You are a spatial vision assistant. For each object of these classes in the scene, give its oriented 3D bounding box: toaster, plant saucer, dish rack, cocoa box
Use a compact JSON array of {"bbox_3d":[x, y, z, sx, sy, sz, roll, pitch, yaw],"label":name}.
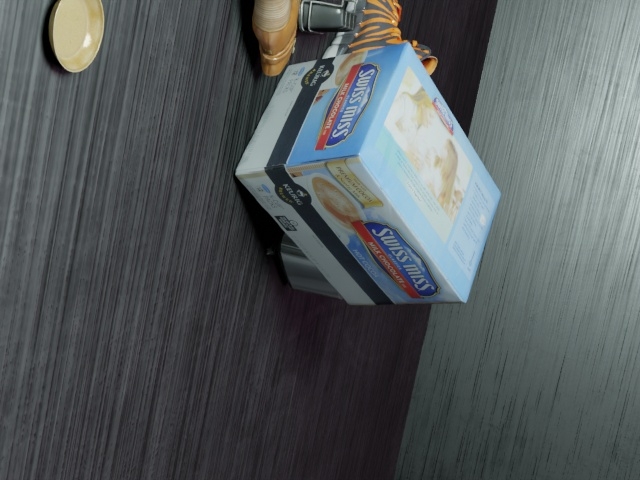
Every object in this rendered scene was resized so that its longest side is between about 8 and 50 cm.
[{"bbox_3d":[0.000,0.000,1.655,0.168,0.110,0.185,75,33,-57],"label":"toaster"},{"bbox_3d":[-0.233,-0.202,0.899,0.083,0.015,0.083,14,90,-73],"label":"plant saucer"},{"bbox_3d":[0.029,-0.444,1.427,0.208,0.074,0.271,-56,153,-77],"label":"dish rack"},{"bbox_3d":[0.087,-0.087,1.450,0.347,0.228,0.231,51,50,-37],"label":"cocoa box"}]

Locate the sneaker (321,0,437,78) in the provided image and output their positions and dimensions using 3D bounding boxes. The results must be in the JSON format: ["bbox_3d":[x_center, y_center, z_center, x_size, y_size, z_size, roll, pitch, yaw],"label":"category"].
[{"bbox_3d":[0.127,-0.349,1.672,0.124,0.180,0.321,74,34,-59],"label":"sneaker"}]

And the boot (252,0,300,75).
[{"bbox_3d":[-0.051,-0.339,1.318,0.152,0.073,0.197,92,17,-57],"label":"boot"}]
